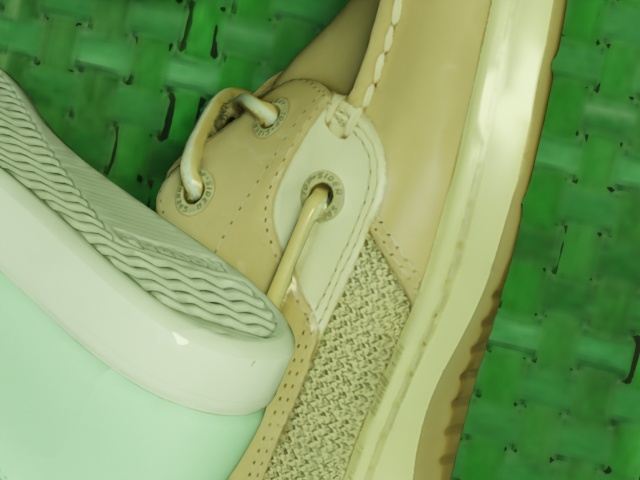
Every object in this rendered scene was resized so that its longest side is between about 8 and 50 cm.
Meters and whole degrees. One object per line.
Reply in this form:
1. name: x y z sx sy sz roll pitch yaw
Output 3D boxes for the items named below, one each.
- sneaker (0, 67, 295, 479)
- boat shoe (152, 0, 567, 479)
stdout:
1. sneaker: -0.133 0.025 0.545 0.256 0.094 0.151 39 109 35
2. boat shoe: 0.000 0.000 0.554 0.110 0.121 0.341 13 95 2
